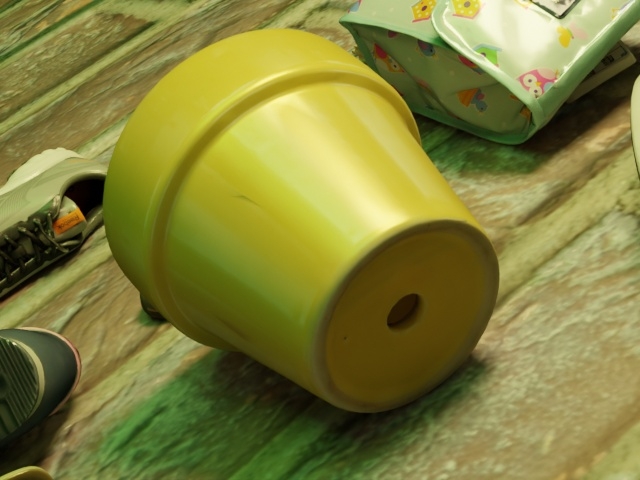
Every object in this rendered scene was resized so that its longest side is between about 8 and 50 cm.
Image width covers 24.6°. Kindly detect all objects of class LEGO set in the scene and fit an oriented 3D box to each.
[{"bbox_3d":[0.329,-0.224,1.445,0.244,0.060,0.182,-33,26,9],"label":"LEGO set"}]

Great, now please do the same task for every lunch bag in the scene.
[{"bbox_3d":[0.184,-0.216,1.387,0.223,0.160,0.262,-45,33,-15],"label":"lunch bag"}]

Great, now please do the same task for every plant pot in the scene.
[{"bbox_3d":[0.000,0.000,1.106,0.254,0.254,0.239,-33,44,-16],"label":"plant pot"}]

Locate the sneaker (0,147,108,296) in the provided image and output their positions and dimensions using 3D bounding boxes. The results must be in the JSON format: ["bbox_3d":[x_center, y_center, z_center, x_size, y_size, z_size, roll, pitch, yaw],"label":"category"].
[{"bbox_3d":[-0.312,-0.006,1.508,0.108,0.100,0.271,9,42,40],"label":"sneaker"}]

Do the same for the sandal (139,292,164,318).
[{"bbox_3d":[-0.071,-0.001,1.337,0.219,0.060,0.090,-23,27,3],"label":"sandal"}]

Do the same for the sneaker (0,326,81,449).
[{"bbox_3d":[-0.343,0.162,1.257,0.319,0.112,0.131,-20,-3,19],"label":"sneaker"}]

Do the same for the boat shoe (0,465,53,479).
[{"bbox_3d":[-0.271,0.221,1.113,0.153,0.056,0.048,-40,27,-10],"label":"boat shoe"}]

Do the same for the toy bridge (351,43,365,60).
[{"bbox_3d":[0.097,-0.199,1.593,0.063,0.026,0.188,-41,32,-27],"label":"toy bridge"}]

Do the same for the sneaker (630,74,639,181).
[{"bbox_3d":[0.324,-0.110,1.155,0.123,0.106,0.290,-10,29,31],"label":"sneaker"}]
